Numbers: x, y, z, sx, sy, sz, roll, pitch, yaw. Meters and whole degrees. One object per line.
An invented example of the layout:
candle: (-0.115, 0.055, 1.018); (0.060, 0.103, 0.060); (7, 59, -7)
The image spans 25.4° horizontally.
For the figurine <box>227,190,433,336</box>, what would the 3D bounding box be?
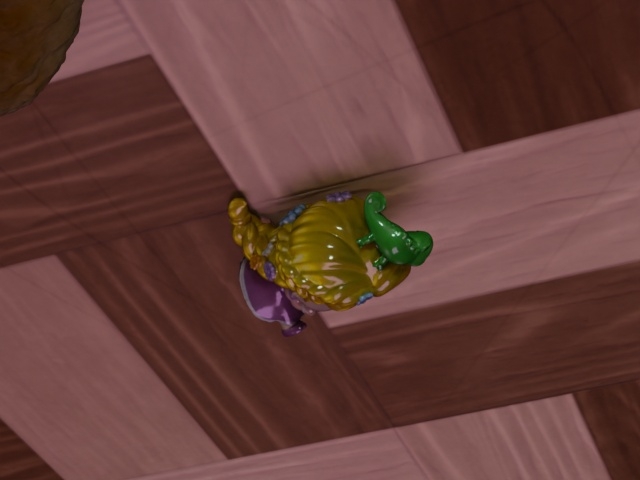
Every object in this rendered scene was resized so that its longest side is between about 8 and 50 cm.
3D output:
figurine: (0.000, 0.000, 1.034); (0.115, 0.095, 0.156); (48, 143, -18)

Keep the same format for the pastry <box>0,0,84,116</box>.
pastry: (-0.284, -0.160, 0.779); (0.329, 0.136, 0.330); (-9, 152, -5)
